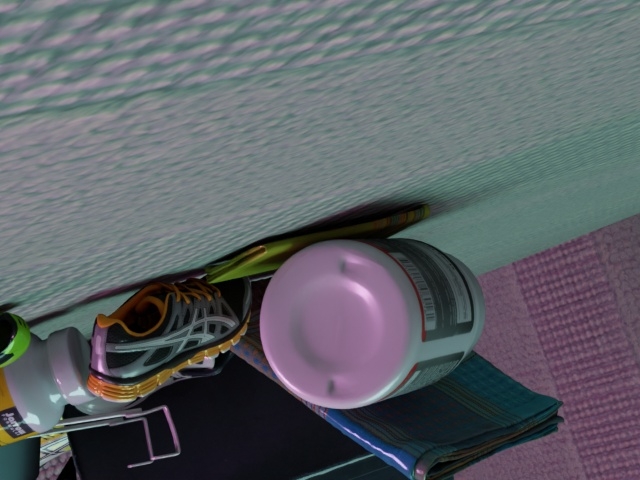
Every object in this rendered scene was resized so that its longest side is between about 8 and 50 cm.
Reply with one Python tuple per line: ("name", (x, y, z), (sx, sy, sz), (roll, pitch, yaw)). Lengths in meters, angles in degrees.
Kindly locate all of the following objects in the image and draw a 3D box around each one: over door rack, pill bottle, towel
("over door rack", (-0.327, 0.187, 1.697), (0.324, 0.108, 0.239), (4, 170, -12))
("pill bottle", (-0.312, 0.147, 1.501), (0.184, 0.103, 0.103), (-19, 175, 8))
("towel", (0.060, 0.134, 1.746), (0.271, 0.370, 0.040), (-13, 128, -47))
("pill bottle", (0.064, 0.078, 1.573), (0.161, 0.161, 0.283), (-21, 173, 20))
("towel", (0.000, 0.000, 1.552), (0.237, 0.021, 0.102), (-13, 169, -44))

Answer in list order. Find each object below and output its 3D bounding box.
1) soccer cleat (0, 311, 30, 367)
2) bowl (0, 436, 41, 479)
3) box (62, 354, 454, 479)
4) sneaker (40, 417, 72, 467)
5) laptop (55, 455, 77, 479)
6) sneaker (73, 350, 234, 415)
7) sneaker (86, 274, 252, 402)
("soccer cleat", (-0.329, 0.103, 1.294), (0.179, 0.060, 0.072), (-24, 166, -11))
("bowl", (-0.482, 0.280, 1.980), (0.311, 0.163, 0.311), (-19, 174, -2))
("box", (-0.080, 0.327, 2.168), (0.479, 0.297, 0.472), (-18, 147, -10))
("sneaker", (-0.417, 0.252, 2.242), (0.384, 0.145, 0.147), (-17, 149, -16))
("laptop", (-0.439, 0.379, 2.011), (0.264, 0.136, 0.234), (-58, -170, -4))
("sneaker", (-0.189, 0.138, 1.901), (0.235, 0.094, 0.153), (-16, 173, -25))
("sneaker", (-0.140, 0.074, 1.503), (0.084, 0.083, 0.215), (17, -145, 31))
